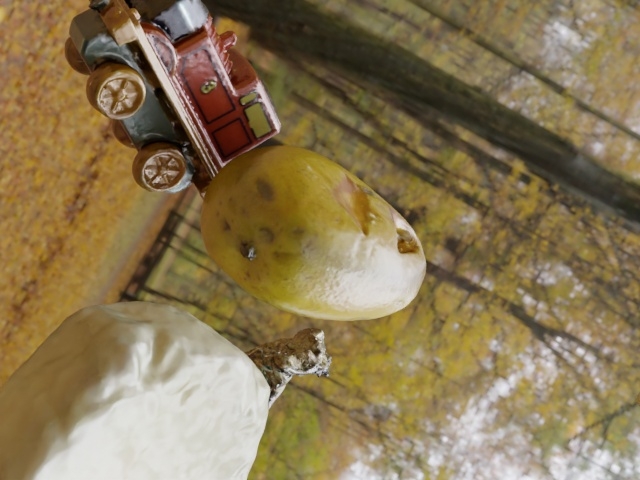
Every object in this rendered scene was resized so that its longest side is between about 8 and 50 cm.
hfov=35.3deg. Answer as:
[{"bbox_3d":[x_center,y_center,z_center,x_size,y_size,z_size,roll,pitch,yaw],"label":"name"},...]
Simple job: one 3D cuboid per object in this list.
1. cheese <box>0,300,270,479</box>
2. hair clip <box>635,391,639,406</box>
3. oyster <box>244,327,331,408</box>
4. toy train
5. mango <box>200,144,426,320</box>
[{"bbox_3d":[-0.192,0.220,0.979,0.318,0.115,0.327,-6,116,-46],"label":"cheese"},{"bbox_3d":[0.573,0.305,1.529,0.071,0.218,0.159,-51,167,14],"label":"hair clip"},{"bbox_3d":[-0.081,0.207,1.658,0.198,0.092,0.259,-20,-170,-8],"label":"oyster"},{"bbox_3d":[-0.203,-0.211,1.431,0.231,0.369,0.163,-31,-137,-7],"label":"toy train"},{"bbox_3d":[0.000,0.000,1.422,0.182,0.364,0.253,-43,-137,29],"label":"mango"}]
